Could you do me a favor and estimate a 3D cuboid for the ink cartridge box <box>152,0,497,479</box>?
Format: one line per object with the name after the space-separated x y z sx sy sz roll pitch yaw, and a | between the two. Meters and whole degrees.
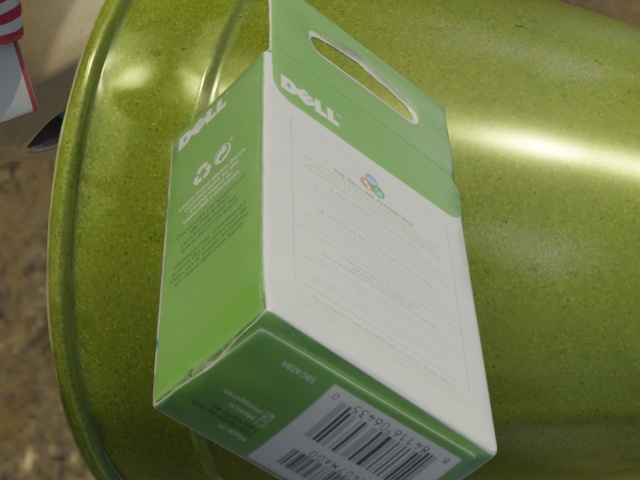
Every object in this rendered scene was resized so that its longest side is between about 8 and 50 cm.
0.000 0.000 0.687 0.109 0.062 0.209 34 32 -26 | ink cartridge box

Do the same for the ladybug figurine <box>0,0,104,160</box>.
-0.238 -0.208 1.792 0.305 0.449 0.162 -26 89 -29 | ladybug figurine

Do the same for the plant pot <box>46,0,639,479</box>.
0.085 0.002 1.039 0.366 0.353 0.366 6 90 -71 | plant pot

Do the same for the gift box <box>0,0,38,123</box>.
-0.390 -0.206 1.390 0.258 0.255 0.276 48 -20 53 | gift box
